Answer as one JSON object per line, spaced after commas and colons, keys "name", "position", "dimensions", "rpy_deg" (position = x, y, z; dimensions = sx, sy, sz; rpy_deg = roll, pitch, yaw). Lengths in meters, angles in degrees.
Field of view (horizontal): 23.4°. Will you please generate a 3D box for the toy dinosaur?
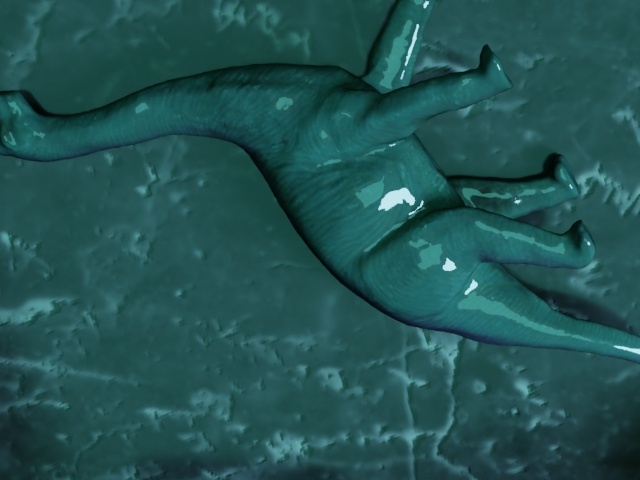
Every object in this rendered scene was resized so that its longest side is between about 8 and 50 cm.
{"name": "toy dinosaur", "position": [0.000, 0.000, 1.028], "dimensions": [0.331, 0.129, 0.383], "rpy_deg": [-28, 97, 13]}
